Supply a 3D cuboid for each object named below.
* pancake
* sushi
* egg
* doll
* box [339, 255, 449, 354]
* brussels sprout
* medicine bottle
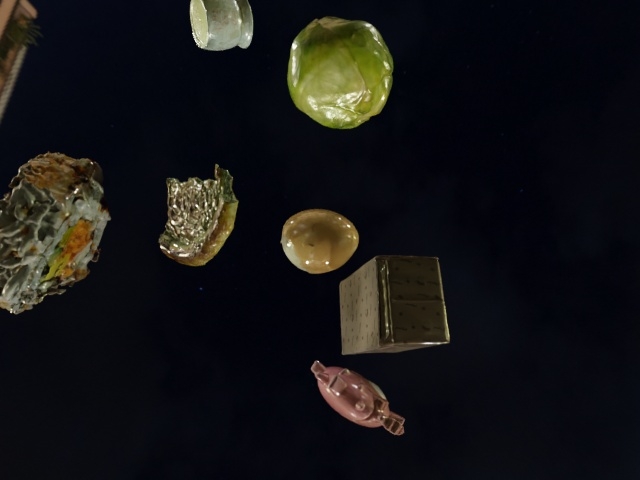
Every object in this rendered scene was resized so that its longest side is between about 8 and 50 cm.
[{"bbox_3d":[-0.401,-0.070,1.352,0.426,0.066,0.305,-3,-86,42],"label":"pancake"},{"bbox_3d":[-0.681,-0.013,1.055,0.175,0.417,0.418,25,-102,-9],"label":"sushi"},{"bbox_3d":[0.000,0.000,1.312,0.244,0.201,0.201,-8,-106,27],"label":"egg"},{"bbox_3d":[0.077,0.337,0.914,0.211,0.262,0.093,37,-102,-26],"label":"doll"},{"bbox_3d":[0.183,0.186,1.154,0.190,0.297,0.225,3,-108,-15],"label":"box"},{"bbox_3d":[0.039,-0.326,0.842,0.223,0.161,0.223,-6,-70,-17],"label":"brussels sprout"},{"bbox_3d":[-0.279,-0.620,1.207,0.143,0.147,0.147,-18,-107,-31],"label":"medicine bottle"}]
